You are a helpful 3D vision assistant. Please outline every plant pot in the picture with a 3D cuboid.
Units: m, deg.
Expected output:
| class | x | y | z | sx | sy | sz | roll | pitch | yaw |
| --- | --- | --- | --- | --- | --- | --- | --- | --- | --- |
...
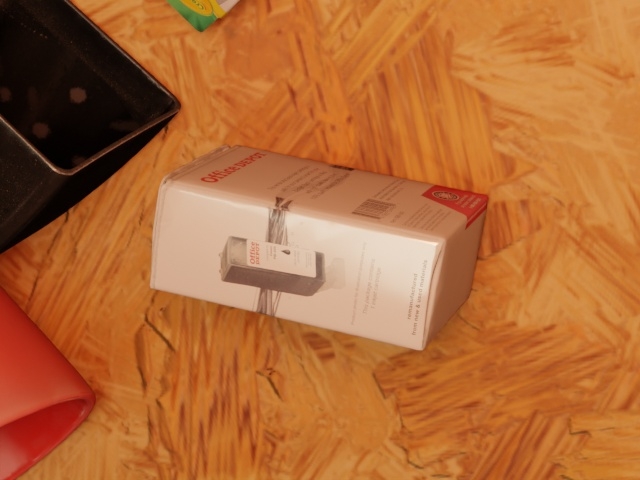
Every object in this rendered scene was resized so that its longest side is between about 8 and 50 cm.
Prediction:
| class | x | y | z | sx | sy | sz | roll | pitch | yaw |
| --- | --- | --- | --- | --- | --- | --- | --- | --- | --- |
| plant pot | -0.259 | -0.085 | 1.367 | 0.187 | 0.188 | 0.167 | 42 | 120 | 4 |
| plant pot | -0.358 | 0.101 | 1.403 | 0.275 | 0.275 | 0.243 | -38 | 79 | 21 |

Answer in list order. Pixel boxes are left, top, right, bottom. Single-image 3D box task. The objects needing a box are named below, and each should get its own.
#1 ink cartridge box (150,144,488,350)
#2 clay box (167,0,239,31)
| class | x | y | z | sx | sy | sz | roll | pitch | yaw |
| --- | --- | --- | --- | --- | --- | --- | --- | --- | --- |
| ink cartridge box | 0.000 | 0.000 | 1.309 | 0.218 | 0.158 | 0.092 | 14 | 107 | 15 |
| clay box | -0.066 | -0.260 | 1.285 | 0.127 | 0.053 | 0.222 | 45 | 137 | -9 |
